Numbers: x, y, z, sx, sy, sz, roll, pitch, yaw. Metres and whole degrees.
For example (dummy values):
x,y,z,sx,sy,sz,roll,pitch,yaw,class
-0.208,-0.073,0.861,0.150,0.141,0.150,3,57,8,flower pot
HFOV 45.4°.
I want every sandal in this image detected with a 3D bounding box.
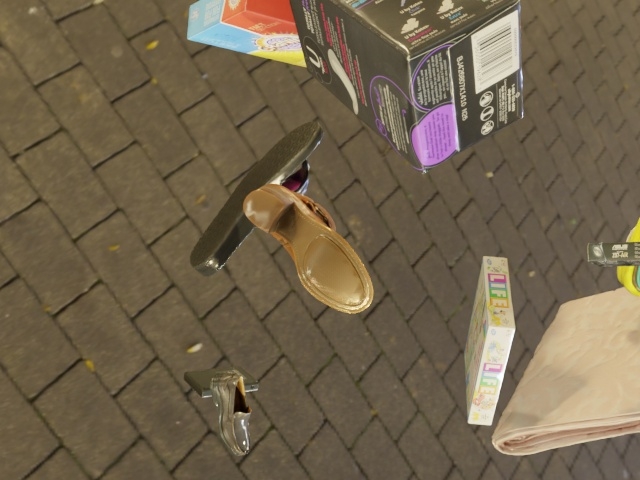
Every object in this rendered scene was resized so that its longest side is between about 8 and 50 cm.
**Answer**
x,y,z,sx,sy,sz,roll,pitch,yaw,class
-0.134,-0.091,1.803,0.107,0.167,0.446,39,92,-28,sandal

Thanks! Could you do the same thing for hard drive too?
x,y,z,sx,sy,sz,roll,pitch,yaw,class
-0.217,0.305,1.660,0.135,0.094,0.022,0,106,-35,hard drive

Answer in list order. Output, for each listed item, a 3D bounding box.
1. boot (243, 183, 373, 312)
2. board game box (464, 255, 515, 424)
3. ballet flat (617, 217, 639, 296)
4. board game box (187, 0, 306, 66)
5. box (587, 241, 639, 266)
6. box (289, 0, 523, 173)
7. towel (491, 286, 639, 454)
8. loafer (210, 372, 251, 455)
x,y,z,sx,sy,sz,roll,pitch,yaw,class
0.000,0.000,0.942,0.197,0.073,0.152,47,12,5,boot
0.178,0.108,0.817,0.103,0.026,0.154,-80,173,-49,board game box
0.439,-0.039,0.973,0.077,0.077,0.231,22,96,-6,ballet flat
-0.044,-0.375,1.356,0.316,0.242,0.064,6,89,-31,board game box
0.311,0.014,0.750,0.067,0.083,0.018,13,76,-59,box
0.090,-0.231,0.880,0.143,0.270,0.165,-30,139,-13,box
0.423,0.159,1.052,0.053,0.317,0.332,58,44,-10,towel
-0.163,0.339,1.486,0.062,0.061,0.170,-32,109,-59,loafer
